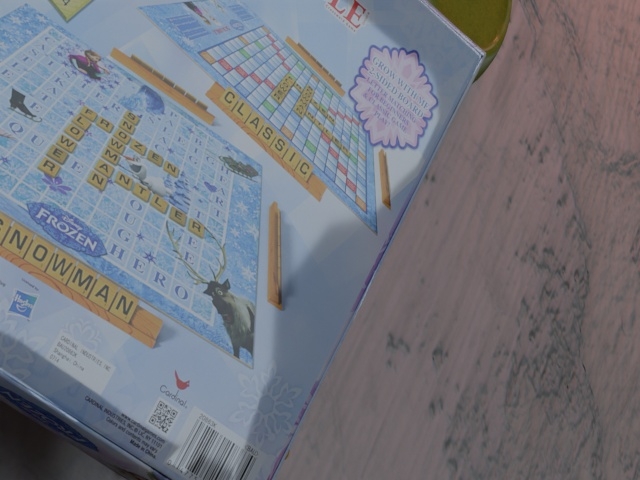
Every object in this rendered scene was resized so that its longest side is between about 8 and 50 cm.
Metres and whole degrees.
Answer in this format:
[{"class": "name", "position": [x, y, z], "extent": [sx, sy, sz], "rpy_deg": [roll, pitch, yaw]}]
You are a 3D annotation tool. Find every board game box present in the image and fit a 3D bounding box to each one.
[{"class": "board game box", "position": [-0.096, -0.062, 0.828], "extent": [0.318, 0.066, 0.318], "rpy_deg": [39, 68, -28]}]

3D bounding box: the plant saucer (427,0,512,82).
[{"class": "plant saucer", "position": [0.116, -0.251, 1.398], "extent": [0.241, 0.037, 0.241], "rpy_deg": [16, 71, -56]}]

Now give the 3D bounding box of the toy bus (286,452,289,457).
[{"class": "toy bus", "position": [-0.080, -0.028, 0.972], "extent": [0.130, 0.108, 0.333], "rpy_deg": [-17, 99, -60]}]
